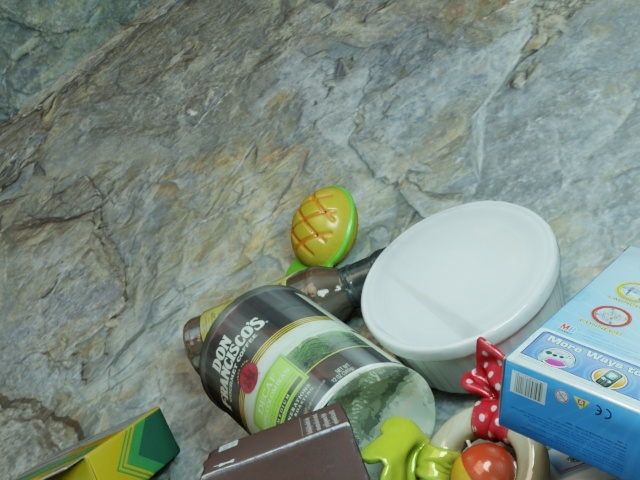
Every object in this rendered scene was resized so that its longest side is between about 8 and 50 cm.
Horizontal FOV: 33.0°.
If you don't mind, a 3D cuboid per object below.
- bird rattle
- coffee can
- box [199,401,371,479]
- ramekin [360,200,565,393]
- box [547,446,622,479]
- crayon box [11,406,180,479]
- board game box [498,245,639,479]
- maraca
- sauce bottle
[{"bbox_3d":[0.191,0.253,1.264,0.253,0.143,0.207,-33,46,8],"label":"bird rattle"},{"bbox_3d":[-0.009,0.200,1.425,0.201,0.201,0.275,-44,37,-12],"label":"coffee can"},{"bbox_3d":[-0.016,0.307,1.170,0.167,0.203,0.168,-20,0,-2],"label":"box"},{"bbox_3d":[0.200,0.083,1.444,0.272,0.127,0.273,-19,37,15],"label":"ramekin"},{"bbox_3d":[0.357,0.217,1.248,0.233,0.044,0.159,-15,40,25],"label":"box"},{"bbox_3d":[-0.346,0.339,1.490,0.203,0.083,0.323,-26,-1,13],"label":"crayon box"},{"bbox_3d":[0.391,0.141,1.107,0.308,0.086,0.302,21,34,33],"label":"board game box"},{"bbox_3d":[0.000,0.000,1.739,0.127,0.099,0.186,10,81,51],"label":"maraca"},{"bbox_3d":[-0.038,0.108,1.634,0.344,0.111,0.111,-22,38,14],"label":"sauce bottle"}]
